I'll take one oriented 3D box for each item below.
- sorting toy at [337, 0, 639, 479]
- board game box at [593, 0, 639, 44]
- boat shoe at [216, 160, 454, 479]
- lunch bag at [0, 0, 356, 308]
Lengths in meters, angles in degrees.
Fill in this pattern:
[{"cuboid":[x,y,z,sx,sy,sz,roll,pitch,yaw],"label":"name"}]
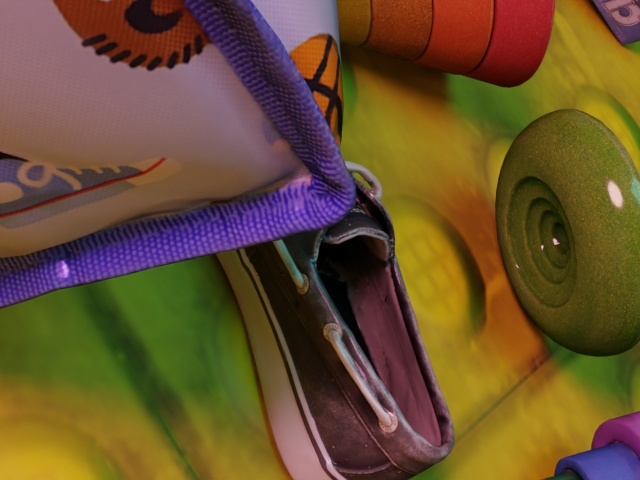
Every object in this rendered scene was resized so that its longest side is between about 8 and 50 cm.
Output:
[{"cuboid":[0.075,-0.016,0.701,0.126,0.127,0.366,-12,74,-20],"label":"sorting toy"},{"cuboid":[0.182,-0.276,0.955,0.243,0.042,0.165,48,48,-32],"label":"board game box"},{"cuboid":[0.000,0.000,0.606,0.077,0.070,0.219,-4,68,-49],"label":"boat shoe"},{"cuboid":[-0.139,-0.211,0.383,0.385,0.238,0.328,53,28,-46],"label":"lunch bag"}]
